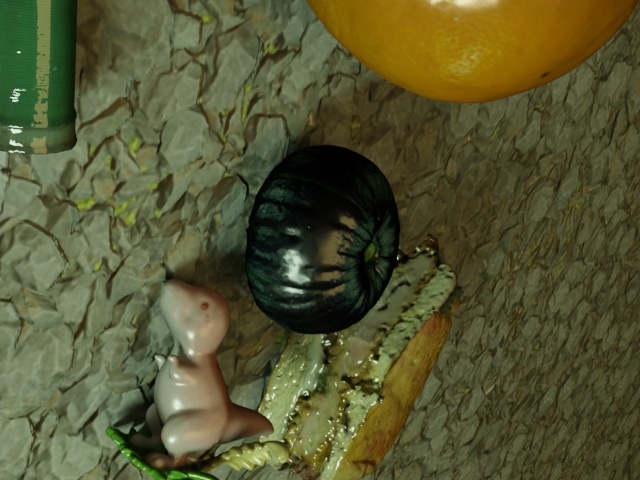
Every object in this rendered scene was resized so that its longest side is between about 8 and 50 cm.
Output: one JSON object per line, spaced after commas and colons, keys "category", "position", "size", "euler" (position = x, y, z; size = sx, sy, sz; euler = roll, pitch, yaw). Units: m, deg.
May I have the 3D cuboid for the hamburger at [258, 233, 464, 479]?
{"category": "hamburger", "position": [0.050, 0.153, 1.072], "size": [0.282, 0.155, 0.245], "euler": [-37, 141, -33]}

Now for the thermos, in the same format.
{"category": "thermos", "position": [-0.203, -0.160, 0.644], "size": [0.083, 0.073, 0.187], "euler": [-15, 124, -42]}

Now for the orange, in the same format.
{"category": "orange", "position": [0.126, -0.270, 0.762], "size": [0.312, 0.312, 0.312], "euler": [-28, 132, -36]}

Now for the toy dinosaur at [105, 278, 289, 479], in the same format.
{"category": "toy dinosaur", "position": [-0.124, 0.152, 0.913], "size": [0.194, 0.152, 0.177], "euler": [40, 78, -11]}

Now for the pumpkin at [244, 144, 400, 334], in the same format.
{"category": "pumpkin", "position": [0.000, 0.000, 0.930], "size": [0.202, 0.140, 0.202], "euler": [-34, 131, -52]}
